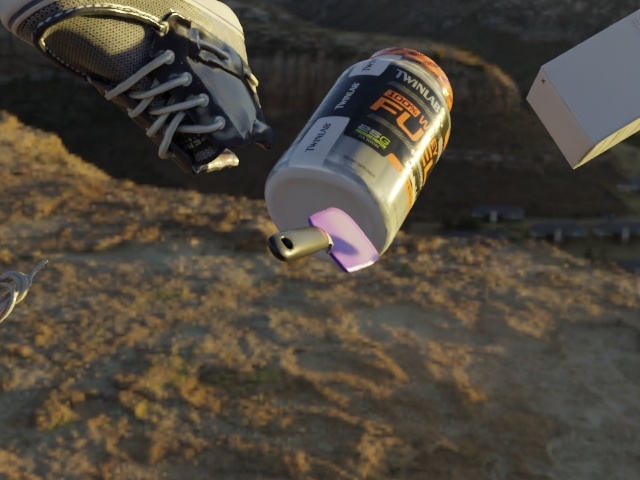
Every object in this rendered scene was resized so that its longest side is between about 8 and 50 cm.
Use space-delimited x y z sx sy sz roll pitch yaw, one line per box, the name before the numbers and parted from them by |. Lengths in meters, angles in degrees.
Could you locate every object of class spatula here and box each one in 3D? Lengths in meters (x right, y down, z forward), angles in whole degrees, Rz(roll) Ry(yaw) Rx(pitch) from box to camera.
spatula | 0.000 0.000 1.051 0.030 0.084 0.296 -38 -9 13

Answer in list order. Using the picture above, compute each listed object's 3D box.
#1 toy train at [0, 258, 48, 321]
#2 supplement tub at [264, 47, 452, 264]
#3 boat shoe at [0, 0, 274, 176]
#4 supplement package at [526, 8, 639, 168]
toy train | -0.362 0.055 0.879 0.105 0.143 0.248 -22 28 43
supplement tub | 0.068 -0.131 1.446 0.193 0.194 0.316 8 46 26
boat shoe | -0.142 -0.147 0.908 0.127 0.158 0.340 -25 -7 22
supplement package | 0.337 -0.177 1.112 0.179 0.105 0.105 -30 -10 -3
